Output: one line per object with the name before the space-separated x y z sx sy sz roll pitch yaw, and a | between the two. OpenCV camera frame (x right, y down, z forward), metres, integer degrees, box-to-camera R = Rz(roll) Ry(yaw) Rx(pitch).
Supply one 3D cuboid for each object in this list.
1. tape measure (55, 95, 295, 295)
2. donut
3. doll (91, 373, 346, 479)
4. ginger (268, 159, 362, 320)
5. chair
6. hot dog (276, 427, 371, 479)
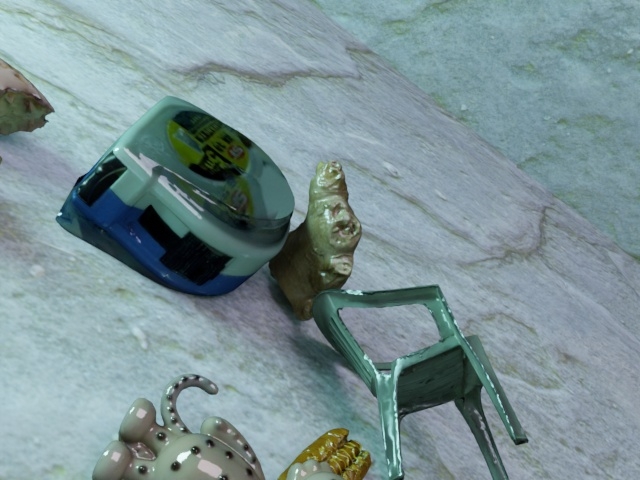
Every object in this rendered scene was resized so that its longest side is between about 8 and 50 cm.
tape measure | -0.165 -0.059 0.986 0.262 0.138 0.259 37 29 -11
donut | -0.422 -0.150 0.833 0.199 0.085 0.233 36 28 -14
doll | -0.067 0.241 0.694 0.278 0.119 0.154 36 56 2
ginger | 0.002 0.004 1.032 0.074 0.213 0.137 3 33 -49
chair | 0.110 0.180 0.934 0.203 0.190 0.274 79 -4 -50
hot dog | 0.002 0.263 0.837 0.071 0.045 0.165 49 28 10
